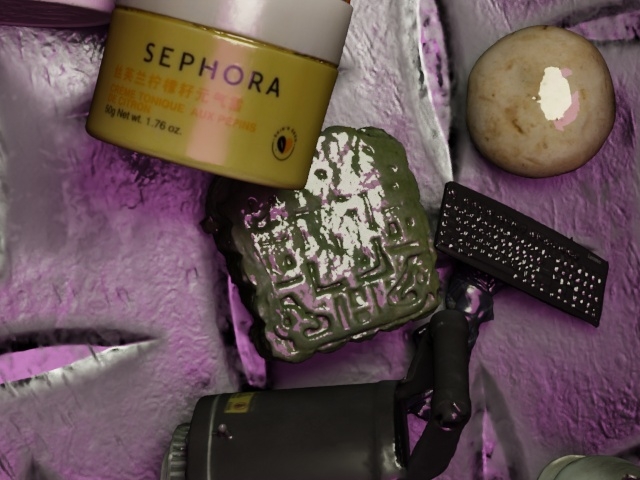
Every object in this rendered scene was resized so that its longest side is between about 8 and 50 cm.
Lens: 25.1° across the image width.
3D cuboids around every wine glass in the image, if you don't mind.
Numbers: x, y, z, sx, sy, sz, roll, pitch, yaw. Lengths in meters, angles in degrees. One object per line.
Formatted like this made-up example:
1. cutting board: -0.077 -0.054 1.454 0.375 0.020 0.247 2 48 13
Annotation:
1. wine glass: 0.304 0.286 1.529 0.111 0.204 0.111 1 86 -12

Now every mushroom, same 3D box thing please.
1. mushroom: 0.236 -0.148 1.552 0.166 0.127 0.166 -1 84 11

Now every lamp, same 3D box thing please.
1. lamp: -0.022 0.240 1.432 0.272 0.205 0.374 11 121 -3

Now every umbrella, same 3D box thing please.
1. umbrella: 0.146 0.092 1.567 0.071 0.080 0.224 20 82 24

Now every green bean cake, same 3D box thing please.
1. green bean cake: 0.000 0.000 1.509 0.222 0.125 0.227 -18 89 -11

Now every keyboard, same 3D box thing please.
1. keyboard: 0.222 0.014 1.551 0.250 0.017 0.087 25 68 -30

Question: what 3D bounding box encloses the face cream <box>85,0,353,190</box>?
1. face cream: -0.095 -0.159 1.345 0.218 0.218 0.179 14 95 -11

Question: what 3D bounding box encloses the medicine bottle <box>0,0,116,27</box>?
1. medicine bottle: -0.287 -0.377 1.402 0.202 0.202 0.316 4 90 -11

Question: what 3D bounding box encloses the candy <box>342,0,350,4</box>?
1. candy: 0.006 -0.369 1.525 0.124 0.124 0.365 20 79 -11
